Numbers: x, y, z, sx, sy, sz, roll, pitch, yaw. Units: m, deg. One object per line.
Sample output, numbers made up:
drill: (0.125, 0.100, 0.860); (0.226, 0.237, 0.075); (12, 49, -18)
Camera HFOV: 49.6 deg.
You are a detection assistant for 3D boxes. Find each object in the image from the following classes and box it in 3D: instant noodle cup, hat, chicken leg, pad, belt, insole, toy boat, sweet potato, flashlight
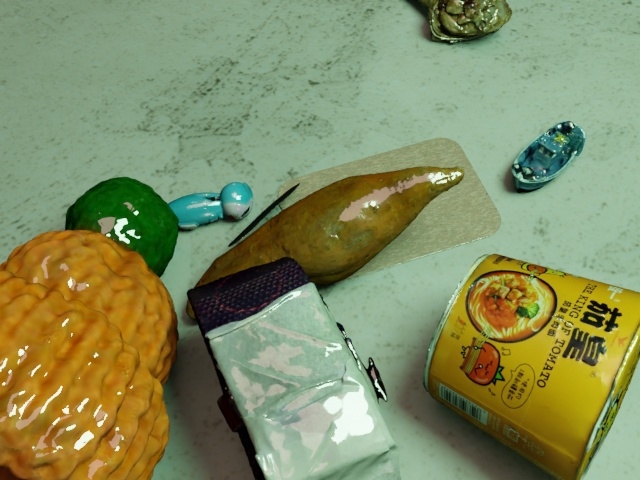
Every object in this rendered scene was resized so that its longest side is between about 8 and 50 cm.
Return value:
instant noodle cup: (0.217, 0.118, 0.693); (0.172, 0.215, 0.215); (23, 61, 27)
hat: (-0.251, 0.112, 0.735); (0.285, 0.285, 0.400); (16, 33, 13)
chicken leg: (0.201, -0.364, 1.076); (0.196, 0.080, 0.125); (21, 50, 24)
pad: (0.088, -0.044, 0.912); (0.266, 0.002, 0.176); (-17, 58, -8)
belt: (-0.017, 0.153, 0.688); (0.164, 0.184, 0.289); (-19, 64, -15)
insole: (-0.069, -0.034, 0.869); (0.002, 0.053, 0.152); (53, 39, -11)
toy boat: (0.298, -0.113, 0.912); (0.137, 0.061, 0.060); (-38, 63, -19)
sweet potato: (0.004, -0.003, 0.819); (0.359, 0.112, 0.112); (-26, 57, 15)
flashlight: (-0.150, -0.044, 0.899); (0.129, 0.051, 0.051); (-10, 57, 2)
